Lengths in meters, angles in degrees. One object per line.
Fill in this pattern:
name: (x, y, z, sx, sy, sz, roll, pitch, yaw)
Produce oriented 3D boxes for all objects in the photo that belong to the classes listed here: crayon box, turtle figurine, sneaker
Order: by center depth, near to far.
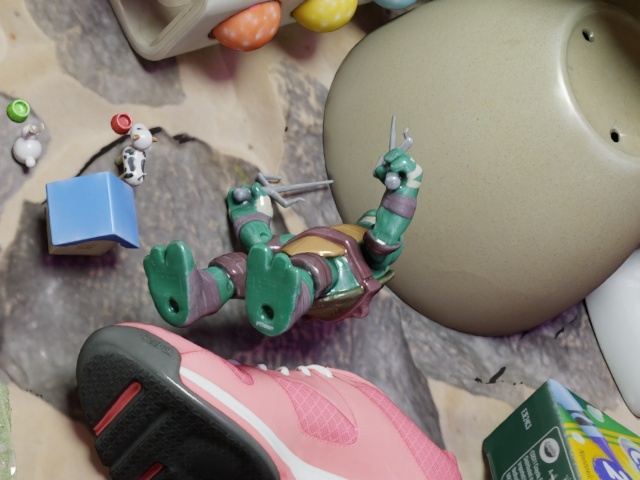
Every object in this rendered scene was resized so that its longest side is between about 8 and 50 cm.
sneaker: (-0.024, 0.134, 0.858, 0.314, 0.116, 0.136, 36, 40, -20)
turtle figurine: (0.000, 0.000, 0.862, 0.234, 0.175, 0.118, -28, 97, -54)
crayon box: (0.280, 0.261, 0.952, 0.323, 0.083, 0.203, 34, 23, -20)

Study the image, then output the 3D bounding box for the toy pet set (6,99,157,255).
toy pet set: (-0.162, -0.049, 0.841, 0.122, 0.065, 0.114, 2, 71, -33)

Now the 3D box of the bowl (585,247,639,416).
bowl: (0.310, 0.070, 1.112, 0.142, 0.053, 0.142, -18, 84, -31)

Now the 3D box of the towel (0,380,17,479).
towel: (-0.228, 0.150, 0.746, 0.110, 0.027, 0.148, -2, 75, -34)

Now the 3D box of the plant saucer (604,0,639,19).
plant saucer: (0.258, -0.212, 0.972, 0.081, 0.333, 0.333, -45, 137, -1)

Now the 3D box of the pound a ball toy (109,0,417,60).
pound a ball toy: (-0.012, -0.225, 0.920, 0.319, 0.208, 0.136, -23, 86, -38)

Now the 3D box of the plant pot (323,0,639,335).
plant pot: (0.170, -0.085, 1.000, 0.284, 0.191, 0.284, 12, 66, -29)
